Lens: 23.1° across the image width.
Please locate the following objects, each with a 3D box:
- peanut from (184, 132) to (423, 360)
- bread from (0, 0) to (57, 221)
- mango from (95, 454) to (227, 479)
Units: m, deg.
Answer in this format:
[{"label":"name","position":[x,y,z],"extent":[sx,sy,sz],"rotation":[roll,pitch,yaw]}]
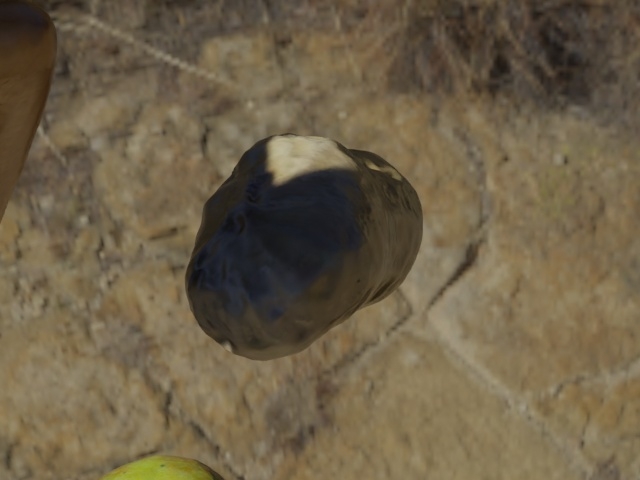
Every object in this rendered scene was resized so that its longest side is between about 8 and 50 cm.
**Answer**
[{"label":"peanut","position":[0.000,0.000,0.731],"extent":[0.100,0.099,0.214],"rotation":[16,7,19]},{"label":"bread","position":[-0.139,-0.020,0.411],"extent":[0.116,0.200,0.077],"rotation":[-15,76,-24]},{"label":"mango","position":[-0.190,0.363,1.509],"extent":[0.201,0.382,0.225],"rotation":[39,30,20]}]
